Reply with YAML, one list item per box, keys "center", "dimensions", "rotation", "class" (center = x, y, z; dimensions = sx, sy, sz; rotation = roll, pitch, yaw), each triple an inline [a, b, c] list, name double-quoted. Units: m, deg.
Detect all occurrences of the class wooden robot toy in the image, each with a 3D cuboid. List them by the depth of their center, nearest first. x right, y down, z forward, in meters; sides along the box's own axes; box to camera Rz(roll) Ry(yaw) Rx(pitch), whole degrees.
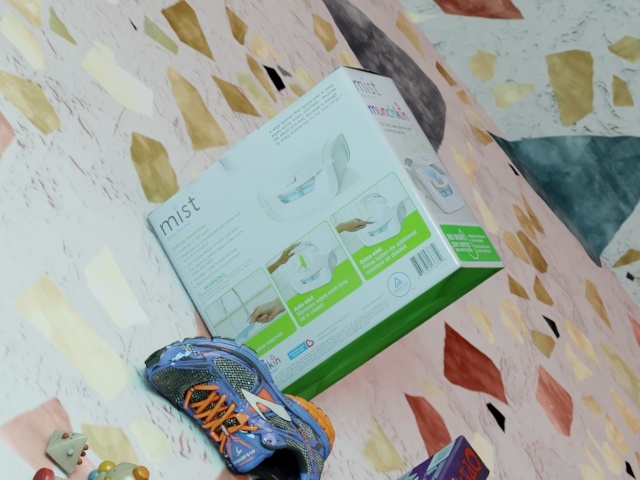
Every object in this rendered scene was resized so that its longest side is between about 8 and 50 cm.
- center: [-0.164, 0.197, 1.226]
  dimensions: [0.076, 0.079, 0.173]
  rotation: [33, 30, -40]
  class: "wooden robot toy"

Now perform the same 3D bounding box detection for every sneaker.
- center: [-0.068, 0.161, 1.467]
  dimensions: [0.221, 0.083, 0.087]
  rotation: [36, 36, -29]
  class: "sneaker"

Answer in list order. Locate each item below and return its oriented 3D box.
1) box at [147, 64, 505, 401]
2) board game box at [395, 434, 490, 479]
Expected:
- center: [0.000, 0.000, 1.586]
  dimensions: [0.231, 0.262, 0.127]
  rotation: [59, 23, 16]
  class: "box"
- center: [0.012, 0.286, 1.275]
  dimensions: [0.056, 0.208, 0.347]
  rotation: [55, 23, -4]
  class: "board game box"
